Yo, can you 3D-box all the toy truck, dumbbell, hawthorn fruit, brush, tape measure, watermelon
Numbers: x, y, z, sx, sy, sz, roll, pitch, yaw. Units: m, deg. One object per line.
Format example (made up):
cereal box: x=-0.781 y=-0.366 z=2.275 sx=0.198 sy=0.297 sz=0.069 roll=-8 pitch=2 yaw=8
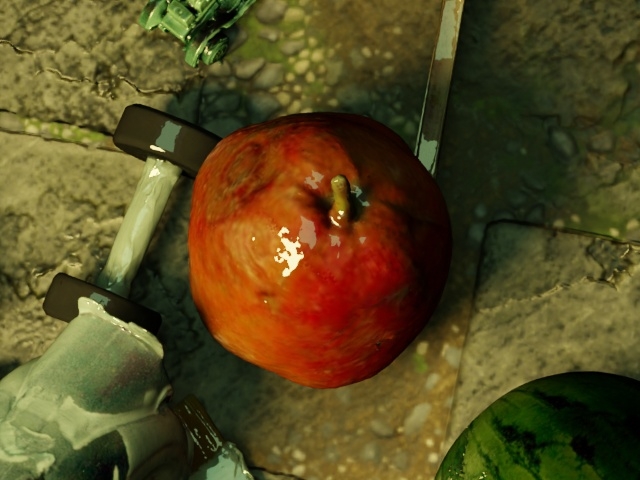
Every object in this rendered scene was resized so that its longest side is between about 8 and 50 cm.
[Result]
toy truck: x=-0.084 y=-0.228 z=1.492 sx=0.080 sy=0.078 sz=0.154 roll=39 pitch=88 yaw=12
dumbbell: x=-0.152 y=-0.010 z=1.456 sx=0.100 sy=0.100 sz=0.191 roll=22 pitch=85 yaw=9
hawthorn fruit: x=0.000 y=0.000 z=1.353 sx=0.224 sy=0.261 sz=0.224 roll=1 pitch=83 yaw=-7
brush: x=0.129 y=-0.193 z=1.472 sx=0.065 sy=0.070 sz=0.327 roll=11 pitch=84 yaw=-2
tape measure: x=-0.209 y=0.213 z=1.340 sx=0.147 sy=0.275 sz=0.256 roll=29 pitch=57 yaw=15
watermelon: x=0.200 y=0.221 z=1.312 sx=0.242 sy=0.242 sz=0.242 roll=-1 pitch=82 yaw=7
brush: x=-0.043 y=0.284 z=1.439 sx=0.085 sy=0.020 sz=0.336 roll=-35 pitch=79 yaw=0
